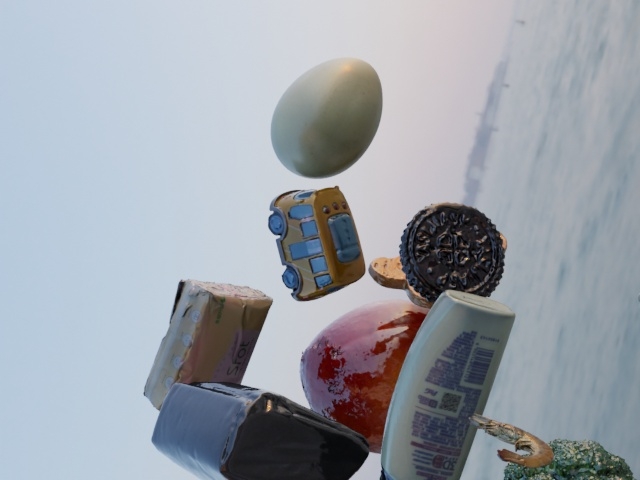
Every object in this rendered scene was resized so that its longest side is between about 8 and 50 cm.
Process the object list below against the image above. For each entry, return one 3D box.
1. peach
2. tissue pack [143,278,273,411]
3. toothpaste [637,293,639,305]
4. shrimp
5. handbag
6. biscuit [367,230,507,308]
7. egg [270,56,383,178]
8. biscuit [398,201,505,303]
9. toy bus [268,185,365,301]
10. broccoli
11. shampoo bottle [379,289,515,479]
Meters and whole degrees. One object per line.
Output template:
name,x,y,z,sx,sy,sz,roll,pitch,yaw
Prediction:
peach,0.139,0.291,2.063,0.370,0.370,0.370,14,-90,-82
tissue pack,-0.224,0.207,1.859,0.215,0.123,0.256,12,-77,-52
toothpaste,0.626,0.136,1.739,0.216,0.037,0.062,32,-117,-47
shrimp,0.217,0.236,1.116,0.083,0.114,0.023,-11,-61,-56
handbag,-0.100,0.346,1.536,0.302,0.275,0.178,-5,59,57
biscuit,0.266,0.050,1.965,0.324,0.205,0.049,-30,-44,-38
egg,0.016,-0.232,1.778,0.253,0.188,0.188,-55,-11,-7
biscuit,0.225,0.025,1.614,0.053,0.195,0.194,125,163,-70
toy bus,0.000,0.000,1.748,0.126,0.136,0.209,-15,-90,-46
broccoli,0.408,0.445,1.486,0.270,0.270,0.270,89,-164,-61
shampoo bottle,0.168,0.253,1.399,0.078,0.134,0.359,-113,39,-75
